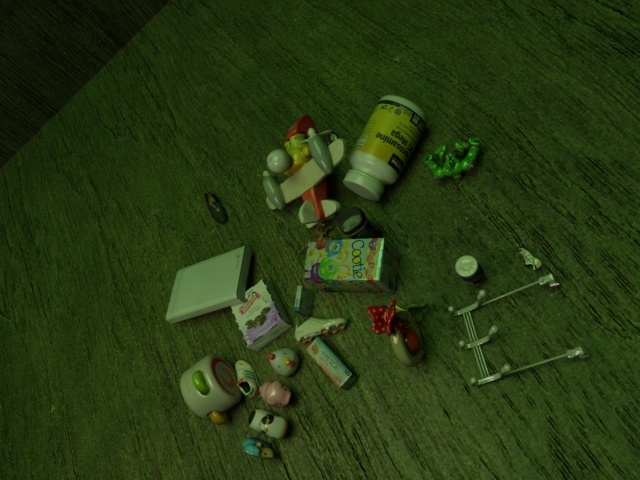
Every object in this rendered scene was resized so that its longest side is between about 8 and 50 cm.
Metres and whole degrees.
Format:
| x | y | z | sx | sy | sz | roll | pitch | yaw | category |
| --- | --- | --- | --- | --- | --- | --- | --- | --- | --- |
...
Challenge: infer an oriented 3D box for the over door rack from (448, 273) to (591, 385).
| x | y | z | sx | sy | sz | roll | pitch | yaw | category |
| --- | --- | --- | --- | --- | --- | --- | --- | --- | --- |
| 0.535 | 0.242 | 1.568 | 0.324 | 0.108 | 0.240 | -22 | 60 | 20 | over door rack |

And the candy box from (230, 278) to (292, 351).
| x | y | z | sx | sy | sz | roll | pitch | yaw | category |
| --- | --- | --- | --- | --- | --- | --- | --- | --- | --- |
| -0.215 | 0.264 | 2.007 | 0.164 | 0.070 | 0.196 | -38 | 55 | 10 | candy box |

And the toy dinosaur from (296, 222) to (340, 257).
| x | y | z | sx | sy | sz | roll | pitch | yaw | category |
| --- | --- | --- | --- | --- | --- | --- | --- | --- | --- |
| 0.000 | 0.000 | 2.010 | 0.211 | 0.064 | 0.112 | -2 | 69 | 29 | toy dinosaur |

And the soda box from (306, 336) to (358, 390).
| x | y | z | sx | sy | sz | roll | pitch | yaw | category |
| --- | --- | --- | --- | --- | --- | --- | --- | --- | --- |
| 0.036 | 0.393 | 1.814 | 0.063 | 0.058 | 0.183 | -48 | 55 | 2 | soda box |

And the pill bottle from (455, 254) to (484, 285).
| x | y | z | sx | sy | sz | roll | pitch | yaw | category |
| --- | --- | --- | --- | --- | --- | --- | --- | --- | --- |
| 0.447 | 0.094 | 1.676 | 0.067 | 0.120 | 0.067 | -12 | 63 | 25 | pill bottle |

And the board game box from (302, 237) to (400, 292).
| x | y | z | sx | sy | sz | roll | pitch | yaw | category |
| --- | --- | --- | --- | --- | --- | --- | --- | --- | --- |
| 0.102 | 0.085 | 1.863 | 0.275 | 0.144 | 0.142 | -3 | 68 | 30 | board game box |

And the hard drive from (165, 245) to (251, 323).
| x | y | z | sx | sy | sz | roll | pitch | yaw | category |
| --- | --- | --- | --- | --- | --- | --- | --- | --- | --- |
| -0.424 | 0.169 | 2.140 | 0.352 | 0.047 | 0.233 | -19 | 47 | 27 | hard drive |

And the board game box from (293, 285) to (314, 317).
| x | y | z | sx | sy | sz | roll | pitch | yaw | category |
| --- | --- | --- | --- | --- | --- | --- | --- | --- | --- |
| -0.055 | 0.209 | 1.929 | 0.020 | 0.090 | 0.090 | -3 | 67 | 30 | board game box |

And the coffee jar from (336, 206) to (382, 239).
| x | y | z | sx | sy | sz | roll | pitch | yaw | category |
| --- | --- | --- | --- | --- | --- | --- | --- | --- | --- |
| 0.130 | -0.039 | 1.877 | 0.096 | 0.184 | 0.079 | -36 | 55 | 11 | coffee jar |

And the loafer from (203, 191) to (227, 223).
| x | y | z | sx | sy | sz | roll | pitch | yaw | category |
| --- | --- | --- | --- | --- | --- | --- | --- | --- | --- |
| -0.438 | -0.135 | 2.321 | 0.062 | 0.061 | 0.170 | -42 | 55 | 6 | loafer |

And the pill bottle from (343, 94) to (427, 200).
| x | y | z | sx | sy | sz | roll | pitch | yaw | category |
| --- | --- | --- | --- | --- | --- | --- | --- | --- | --- |
| 0.216 | -0.314 | 1.952 | 0.187 | 0.188 | 0.334 | 23 | 82 | 35 | pill bottle |

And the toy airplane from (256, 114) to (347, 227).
| x | y | z | sx | sy | sz | roll | pitch | yaw | category |
| --- | --- | --- | --- | --- | --- | --- | --- | --- | --- |
| -0.070 | -0.235 | 2.020 | 0.384 | 0.272 | 0.386 | 45 | 117 | 52 | toy airplane |

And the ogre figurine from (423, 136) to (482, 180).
| x | y | z | sx | sy | sz | roll | pitch | yaw | category |
| --- | --- | --- | --- | --- | --- | --- | --- | --- | --- |
| 0.433 | -0.263 | 1.864 | 0.196 | 0.097 | 0.118 | -3 | 55 | 16 | ogre figurine |

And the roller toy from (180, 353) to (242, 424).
| x | y | z | sx | sy | sz | roll | pitch | yaw | category |
| --- | --- | --- | --- | --- | --- | --- | --- | --- | --- |
| -0.373 | 0.501 | 1.919 | 0.146 | 0.209 | 0.191 | -36 | 20 | 11 | roller toy |

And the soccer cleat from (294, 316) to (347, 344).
| x | y | z | sx | sy | sz | roll | pitch | yaw | category |
| --- | --- | --- | --- | --- | --- | --- | --- | --- | --- |
| -0.004 | 0.283 | 1.884 | 0.196 | 0.068 | 0.076 | -23 | 56 | 22 | soccer cleat |

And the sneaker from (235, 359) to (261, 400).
| x | y | z | sx | sy | sz | roll | pitch | yaw | category |
| --- | --- | --- | --- | --- | --- | --- | --- | --- | --- |
| -0.259 | 0.471 | 1.935 | 0.057 | 0.075 | 0.161 | -39 | 55 | 9 | sneaker |

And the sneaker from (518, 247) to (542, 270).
| x | y | z | sx | sy | sz | roll | pitch | yaw | category |
| --- | --- | --- | --- | --- | --- | --- | --- | --- | --- |
| 0.607 | 0.056 | 1.657 | 0.037 | 0.032 | 0.083 | -47 | 54 | 3 | sneaker |

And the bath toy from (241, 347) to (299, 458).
| x | y | z | sx | sy | sz | roll | pitch | yaw | category |
| --- | --- | --- | --- | --- | --- | --- | --- | --- | --- |
| -0.156 | 0.512 | 1.827 | 0.151 | 0.129 | 0.349 | 5 | 70 | 32 | bath toy |

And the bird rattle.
| x | y | z | sx | sy | sz | roll | pitch | yaw | category |
| --- | --- | --- | --- | --- | --- | --- | --- | --- | --- |
| 0.248 | 0.264 | 1.651 | 0.143 | 0.253 | 0.207 | -22 | 83 | 20 | bird rattle |
